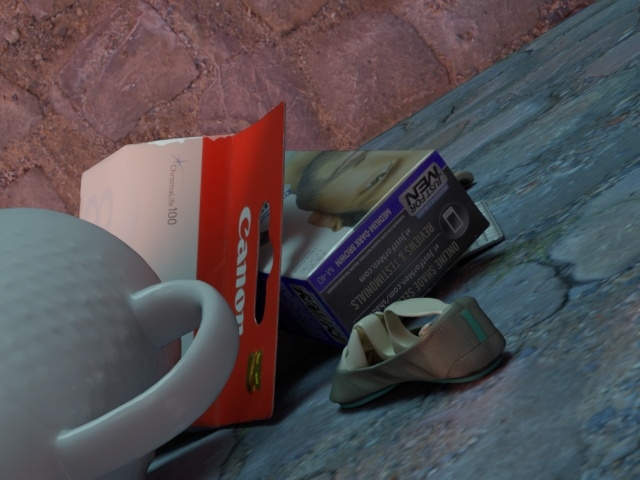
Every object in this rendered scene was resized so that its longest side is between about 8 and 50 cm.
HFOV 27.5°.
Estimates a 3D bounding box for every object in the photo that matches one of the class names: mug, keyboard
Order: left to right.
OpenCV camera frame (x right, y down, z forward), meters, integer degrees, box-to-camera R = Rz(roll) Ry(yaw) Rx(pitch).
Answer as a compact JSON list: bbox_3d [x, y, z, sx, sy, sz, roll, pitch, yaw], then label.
[{"bbox_3d":[-0.236,0.143,1.093,0.374,0.276,0.328,-23,22,15],"label":"mug"},{"bbox_3d":[0.157,-0.010,1.436,0.072,0.014,0.256,-32,7,7],"label":"keyboard"}]

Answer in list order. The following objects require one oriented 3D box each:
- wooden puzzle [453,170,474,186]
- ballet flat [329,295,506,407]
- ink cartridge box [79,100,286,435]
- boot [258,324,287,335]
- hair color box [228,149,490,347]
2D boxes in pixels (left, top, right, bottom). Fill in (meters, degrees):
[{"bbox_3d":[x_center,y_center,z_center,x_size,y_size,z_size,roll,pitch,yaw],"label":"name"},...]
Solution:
[{"bbox_3d":[0.069,-0.021,1.777,0.238,0.044,0.221,-36,7,-24],"label":"wooden puzzle"},{"bbox_3d":[0.062,0.081,1.012,0.072,0.068,0.213,-37,8,-32],"label":"ballet flat"},{"bbox_3d":[-0.158,0.043,1.344,0.091,0.308,0.385,8,-14,-26],"label":"ink cartridge box"},{"bbox_3d":[-0.006,0.020,1.601,0.258,0.095,0.123,-36,15,-21],"label":"boot"},{"bbox_3d":[0.000,0.000,1.356,0.185,0.110,0.339,-45,23,-18],"label":"hair color box"}]
